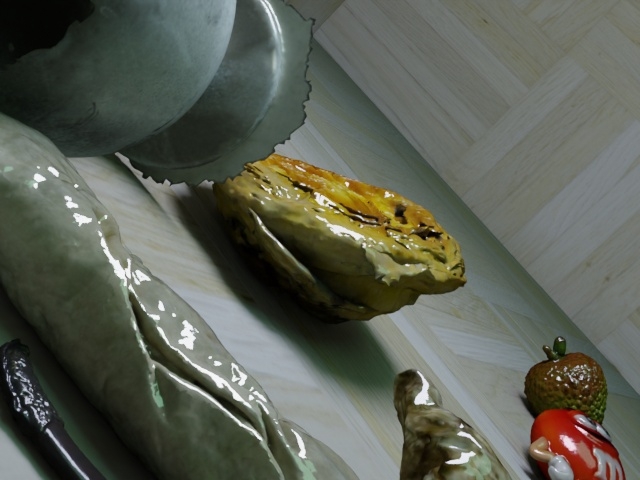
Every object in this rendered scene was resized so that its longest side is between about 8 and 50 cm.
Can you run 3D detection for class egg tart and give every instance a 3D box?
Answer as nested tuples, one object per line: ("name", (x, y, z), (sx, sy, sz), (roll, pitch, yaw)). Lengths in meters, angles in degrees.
("egg tart", (0.000, 0.000, 0.984), (0.297, 0.132, 0.297), (28, 12, -7))

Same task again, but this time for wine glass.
("wine glass", (-0.154, -0.163, 0.740), (0.238, 0.238, 0.323), (48, 9, 12))

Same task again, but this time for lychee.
("lychee", (0.342, 0.207, 1.422), (0.114, 0.114, 0.147), (-31, 102, -77))

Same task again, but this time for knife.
("knife", (-0.090, 0.128, 0.477), (0.222, 0.021, 0.045), (48, 10, 16))

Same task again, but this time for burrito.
("burrito", (-0.079, 0.072, 0.562), (0.392, 0.076, 0.117), (47, 11, 11))

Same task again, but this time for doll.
("doll", (0.308, 0.271, 1.179), (0.183, 0.085, 0.217), (39, 23, -21))

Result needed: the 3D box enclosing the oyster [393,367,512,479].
("oyster", (0.139, 0.255, 0.580), (0.396, 0.111, 0.204), (49, 24, 10))
